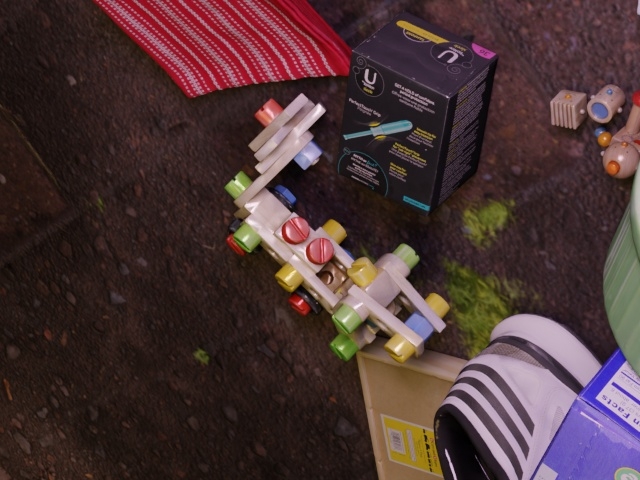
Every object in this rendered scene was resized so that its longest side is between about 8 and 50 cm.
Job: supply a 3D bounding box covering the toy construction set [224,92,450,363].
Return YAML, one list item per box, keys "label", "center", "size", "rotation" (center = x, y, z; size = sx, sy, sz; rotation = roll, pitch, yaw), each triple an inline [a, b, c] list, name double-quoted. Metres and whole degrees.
- label: "toy construction set"
  center: [0.000, 0.000, 1.962]
  size: [0.328, 0.151, 0.215]
  rotation: [59, 164, 0]

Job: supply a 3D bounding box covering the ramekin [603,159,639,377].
- label: "ramekin"
  center: [0.396, 0.031, 1.523]
  size: [0.303, 0.303, 0.148]
  rotation: [38, 146, 12]

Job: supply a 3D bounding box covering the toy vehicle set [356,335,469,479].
- label: "toy vehicle set"
  center: [0.137, 0.248, 2.125]
  size: [0.166, 0.035, 0.267]
  rotation: [15, 130, 34]

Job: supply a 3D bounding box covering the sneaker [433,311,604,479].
- label: "sneaker"
  center: [0.291, 0.310, 1.862]
  size: [0.447, 0.257, 0.169]
  rotation: [44, 140, 5]

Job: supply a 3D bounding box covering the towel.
- label: "towel"
  center: [-0.109, -0.232, 1.905]
  size: [0.275, 0.031, 0.199]
  rotation: [-3, 144, 42]

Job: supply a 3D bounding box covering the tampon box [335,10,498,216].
- label: "tampon box"
  center: [0.099, -0.132, 1.805]
  size: [0.120, 0.101, 0.161]
  rotation: [28, 136, 22]

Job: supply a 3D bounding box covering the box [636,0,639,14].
- label: "box"
  center: [0.413, -0.252, 1.459]
  size: [0.293, 0.057, 0.201]
  rotation: [21, 134, 29]

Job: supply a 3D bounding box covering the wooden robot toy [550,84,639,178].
- label: "wooden robot toy"
  center: [0.292, -0.097, 1.676]
  size: [0.173, 0.079, 0.076]
  rotation: [29, 137, 21]

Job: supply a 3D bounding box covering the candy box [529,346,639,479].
- label: "candy box"
  center: [0.320, 0.172, 1.678]
  size: [0.122, 0.317, 0.268]
  rotation: [36, 139, 15]
